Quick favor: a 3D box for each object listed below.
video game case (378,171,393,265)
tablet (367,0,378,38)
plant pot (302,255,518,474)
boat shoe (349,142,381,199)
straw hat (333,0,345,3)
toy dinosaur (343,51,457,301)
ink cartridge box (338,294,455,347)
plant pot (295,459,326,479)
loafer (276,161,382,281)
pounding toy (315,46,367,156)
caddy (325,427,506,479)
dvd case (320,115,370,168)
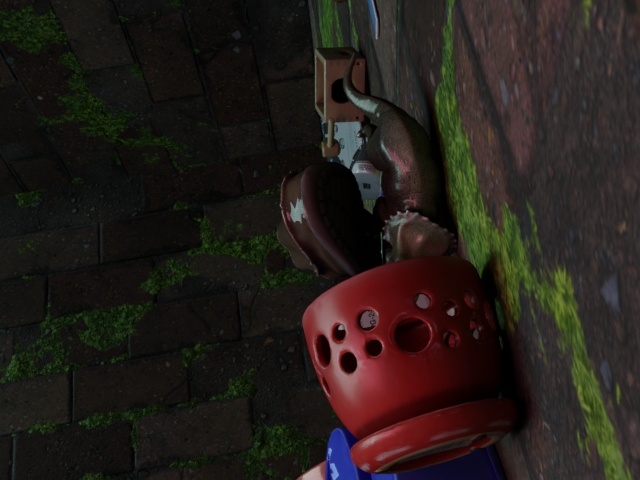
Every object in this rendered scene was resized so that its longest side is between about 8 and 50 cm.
[{"bbox_3d":[0.118,0.004,1.358,0.232,0.041,0.210,85,-177,-68],"label":"video game case"},{"bbox_3d":[0.086,-0.378,1.351,0.054,0.006,0.083,82,179,-66],"label":"tablet"},{"bbox_3d":[0.092,0.132,0.826,0.191,0.191,0.174,83,172,-68],"label":"plant pot"},{"bbox_3d":[0.089,-0.137,1.629,0.228,0.080,0.076,72,-154,-78],"label":"boat shoe"},{"bbox_3d":[0.076,-0.306,0.921,0.061,0.144,0.144,41,171,10],"label":"straw hat"},{"bbox_3d":[0.104,-0.084,1.013,0.160,0.121,0.314,170,95,-77],"label":"toy dinosaur"},{"bbox_3d":[0.101,0.126,1.134,0.063,0.150,0.109,81,178,-48],"label":"ink cartridge box"},{"bbox_3d":[0.116,0.469,1.317,0.275,0.275,0.243,82,167,-61],"label":"plant pot"},{"bbox_3d":[0.000,0.000,1.126,0.366,0.130,0.134,51,-145,-69],"label":"loafer"},{"bbox_3d":[0.048,-0.271,1.667,0.181,0.094,0.206,-112,20,-65],"label":"pounding toy"},{"bbox_3d":[0.127,0.314,1.014,0.341,0.179,0.241,-100,24,-54],"label":"caddy"},{"bbox_3d":[0.064,-0.192,1.841,0.238,0.029,0.179,-166,65,-70],"label":"dvd case"}]
